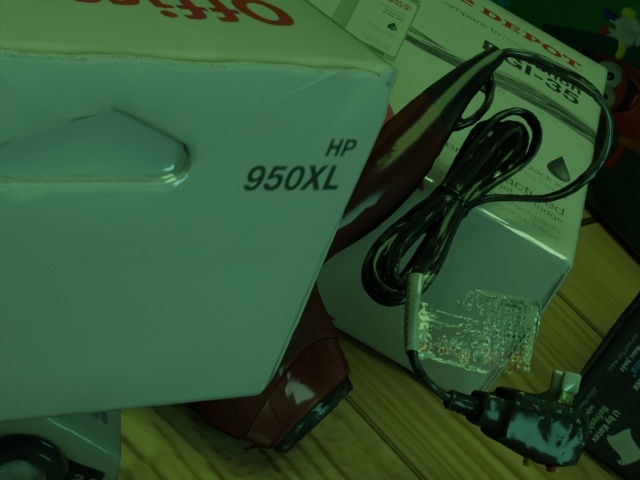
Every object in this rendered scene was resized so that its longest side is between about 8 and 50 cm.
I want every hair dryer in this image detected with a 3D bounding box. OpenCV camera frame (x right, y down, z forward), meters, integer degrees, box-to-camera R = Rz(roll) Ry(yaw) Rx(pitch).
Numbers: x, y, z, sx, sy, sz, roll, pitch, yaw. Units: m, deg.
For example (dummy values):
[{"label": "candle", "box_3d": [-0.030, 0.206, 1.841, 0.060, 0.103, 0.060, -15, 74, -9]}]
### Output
[{"label": "hair dryer", "box_3d": [0.000, 0.000, 0.919, 0.294, 0.080, 0.223, 10, 66, -10]}]

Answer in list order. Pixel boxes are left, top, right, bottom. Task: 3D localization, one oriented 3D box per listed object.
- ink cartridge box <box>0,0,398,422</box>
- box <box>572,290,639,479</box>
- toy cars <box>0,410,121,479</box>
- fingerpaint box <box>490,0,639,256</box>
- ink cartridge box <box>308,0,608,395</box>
[{"label": "ink cartridge box", "box_3d": [-0.208, -0.098, 0.752, 0.285, 0.166, 0.395, -3, 34, -43]}, {"label": "box", "box_3d": [0.299, 0.107, 1.052, 0.270, 0.143, 0.165, 37, 32, 8]}, {"label": "toy cars", "box_3d": [-0.086, 0.107, 0.757, 0.394, 0.087, 0.176, 41, 31, 16]}, {"label": "fingerpaint box", "box_3d": [0.341, -0.139, 1.434, 0.445, 0.163, 0.371, -4, 46, -46]}, {"label": "ink cartridge box", "box_3d": [0.052, -0.060, 1.099, 0.207, 0.117, 0.283, 29, 30, -3]}]
